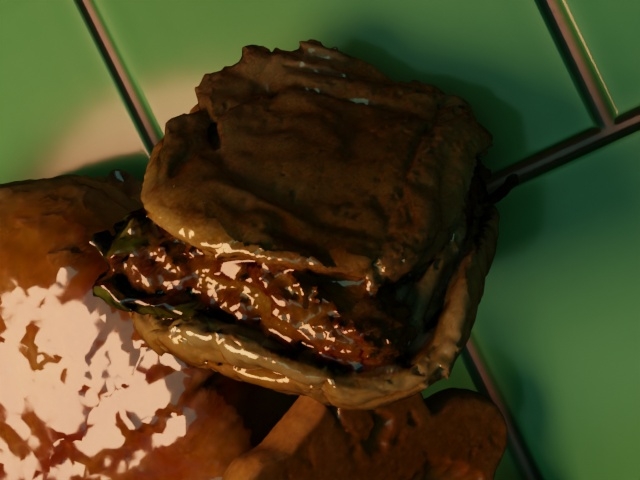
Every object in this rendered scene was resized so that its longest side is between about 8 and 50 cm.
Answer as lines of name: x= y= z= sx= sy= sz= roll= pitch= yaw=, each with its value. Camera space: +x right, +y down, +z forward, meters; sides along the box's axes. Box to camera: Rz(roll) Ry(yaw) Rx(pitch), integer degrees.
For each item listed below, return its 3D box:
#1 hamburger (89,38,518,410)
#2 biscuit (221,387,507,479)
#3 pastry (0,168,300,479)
hamburger: x=0.000 y=0.000 z=0.570 sx=0.183 sy=0.206 sz=0.130 roll=14 pitch=134 yaw=16
biscuit: x=0.053 y=0.173 z=0.605 sx=0.249 sy=0.035 sz=0.184 roll=47 pitch=68 yaw=-21
pastry: x=-0.156 y=0.120 z=0.671 sx=0.330 sy=0.136 sz=0.329 roll=4 pitch=104 yaw=17
